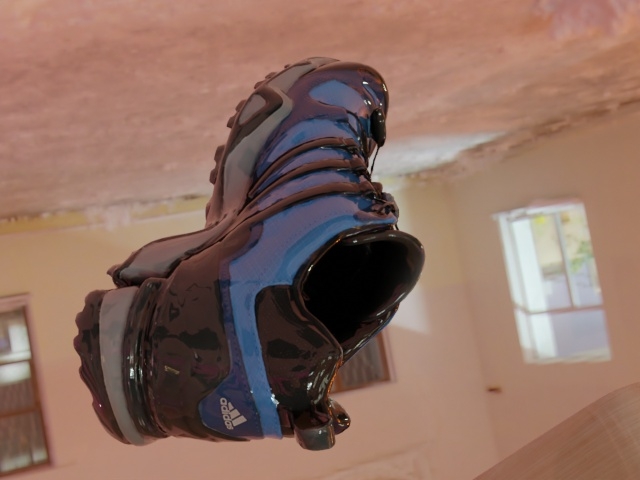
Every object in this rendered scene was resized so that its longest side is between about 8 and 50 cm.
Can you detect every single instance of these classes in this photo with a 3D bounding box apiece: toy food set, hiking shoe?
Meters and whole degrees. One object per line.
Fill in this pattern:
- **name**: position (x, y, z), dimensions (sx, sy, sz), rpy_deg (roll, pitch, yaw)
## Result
- **toy food set**: position (0.230, 0.295, 0.864), dimensions (0.306, 0.219, 0.092), rpy_deg (-40, 149, 23)
- **hiking shoe**: position (0.000, 0.000, 0.527), dimensions (0.132, 0.113, 0.304), rpy_deg (6, -139, 21)
